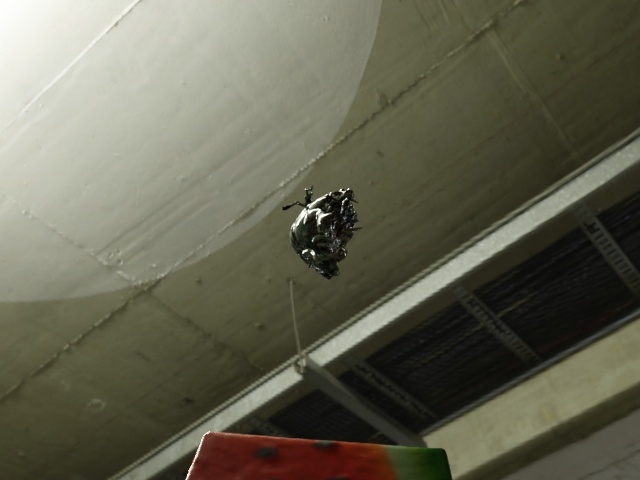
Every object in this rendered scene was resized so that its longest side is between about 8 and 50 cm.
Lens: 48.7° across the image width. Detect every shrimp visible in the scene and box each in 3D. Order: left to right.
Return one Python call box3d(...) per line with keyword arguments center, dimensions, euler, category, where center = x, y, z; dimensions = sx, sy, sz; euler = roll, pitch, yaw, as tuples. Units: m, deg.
box3d(center=(-0.005, -0.001, 0.681), dimensions=(0.076, 0.082, 0.174), euler=(16, -19, 0), category="shrimp")

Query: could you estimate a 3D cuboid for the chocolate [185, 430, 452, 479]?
box3d(center=(-0.007, 0.364, 0.734), dimensions=(0.342, 0.360, 0.161), euler=(4, -69, 2), category="chocolate")
